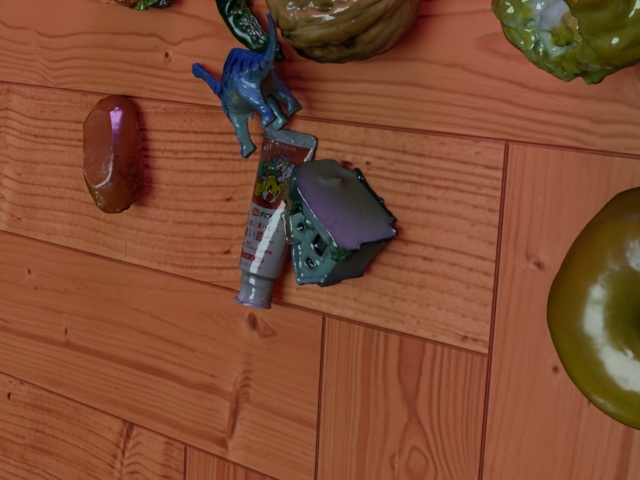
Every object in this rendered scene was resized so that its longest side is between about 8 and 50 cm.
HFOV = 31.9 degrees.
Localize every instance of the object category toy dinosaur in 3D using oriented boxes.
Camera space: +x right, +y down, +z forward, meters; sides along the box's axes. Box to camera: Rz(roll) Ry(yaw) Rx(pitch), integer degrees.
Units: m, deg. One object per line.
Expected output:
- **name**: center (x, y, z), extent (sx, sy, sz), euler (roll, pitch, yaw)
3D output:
- **toy dinosaur**: center (-0.084, -0.188, 1.412), extent (0.144, 0.076, 0.329), euler (61, 161, -8)

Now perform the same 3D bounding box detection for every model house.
- **model house**: center (0.000, 0.000, 1.379), extent (0.148, 0.119, 0.149), euler (50, 132, 23)

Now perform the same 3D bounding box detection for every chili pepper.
- **chili pepper**: center (-0.100, -0.302, 1.452), extent (0.073, 0.050, 0.182), euler (-28, 80, 32)

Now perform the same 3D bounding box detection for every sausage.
- **sausage**: center (-0.301, -0.129, 1.626), extent (0.089, 0.089, 0.179), euler (-15, 77, 40)

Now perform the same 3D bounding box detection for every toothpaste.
- **toothpaste**: center (-0.063, -0.029, 1.465), extent (0.089, 0.057, 0.234), euler (17, 97, 37)

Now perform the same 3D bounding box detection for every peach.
- **peach**: center (0.343, 0.071, 1.078), extent (0.251, 0.153, 0.251), euler (11, 114, 25)

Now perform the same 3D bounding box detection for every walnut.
- **walnut**: center (0.029, -0.282, 1.285), extent (0.184, 0.155, 0.155), euler (-2, 95, 38)

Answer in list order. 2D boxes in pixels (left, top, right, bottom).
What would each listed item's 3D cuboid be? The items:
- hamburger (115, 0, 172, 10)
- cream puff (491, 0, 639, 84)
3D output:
- **hamburger**: center (-0.270, -0.391, 1.556), extent (0.166, 0.087, 0.137), euler (18, 107, 37)
- **cream puff**: center (0.293, -0.263, 1.039), extent (0.282, 0.185, 0.282), euler (-38, 44, 50)
